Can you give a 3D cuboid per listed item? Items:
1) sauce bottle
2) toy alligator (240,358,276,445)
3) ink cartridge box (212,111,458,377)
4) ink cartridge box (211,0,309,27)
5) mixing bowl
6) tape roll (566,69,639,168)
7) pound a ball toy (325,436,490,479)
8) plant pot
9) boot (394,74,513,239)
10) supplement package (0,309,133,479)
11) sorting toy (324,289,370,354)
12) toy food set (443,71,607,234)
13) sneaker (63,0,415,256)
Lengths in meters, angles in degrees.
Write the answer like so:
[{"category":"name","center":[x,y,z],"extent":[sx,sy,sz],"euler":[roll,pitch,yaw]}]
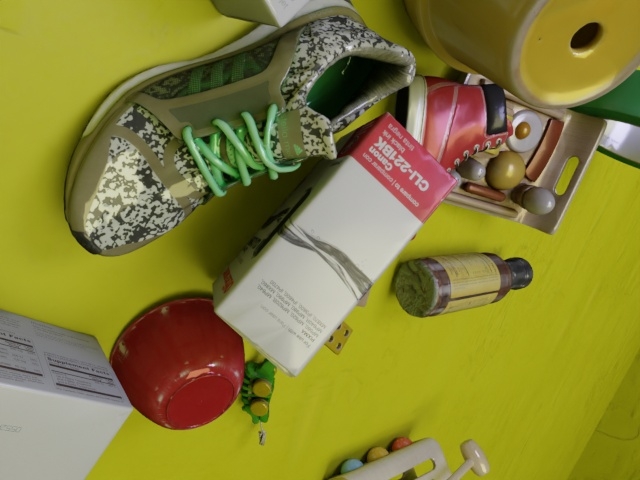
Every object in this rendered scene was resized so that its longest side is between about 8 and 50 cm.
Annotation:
[{"category":"sauce bottle","center":[0.295,0.079,0.984],"extent":[0.345,0.111,0.111],"euler":[-1,115,-39]},{"category":"toy alligator","center":[-0.104,0.253,0.804],"extent":[0.051,0.056,0.189],"euler":[11,115,2]},{"category":"ink cartridge box","center":[0.000,0.000,0.600],"extent":[0.114,0.197,0.273],"euler":[41,84,-12]},{"category":"ink cartridge box","center":[-0.015,-0.383,0.440],"extent":[0.307,0.129,0.223],"euler":[-47,134,-8]},{"category":"mixing bowl","center":[-0.168,0.176,0.655],"extent":[0.182,0.098,0.181],"euler":[-18,128,-24]},{"category":"tape roll","center":[0.601,-0.203,0.919],"extent":[0.321,0.321,0.077],"euler":[19,102,-44]},{"category":"pound a ball toy","center":[0.184,0.506,1.104],"extent":[0.319,0.135,0.208],"euler":[-5,154,-38]},{"category":"plant pot","center":[0.245,-0.281,0.574],"extent":[0.254,0.239,0.254],"euler":[-7,138,-7]},{"category":"boot","center":[0.193,-0.111,0.745],"extent":[0.176,0.088,0.244],"euler":[3,107,-10]},{"category":"supplement package","center":[-0.363,0.174,0.472],"extent":[0.262,0.145,0.204],"euler":[35,90,-45]},{"category":"sorting toy","center":[0.027,0.034,0.765],"extent":[0.132,0.046,0.274],"euler":[16,89,-45]},{"category":"toy food set","center":[0.319,-0.139,0.844],"extent":[0.306,0.092,0.219],"euler":[12,107,-25]},{"category":"sneaker","center":[-0.069,-0.119,0.514],"extent":[0.410,0.182,0.158],"euler":[-41,134,-14]}]
